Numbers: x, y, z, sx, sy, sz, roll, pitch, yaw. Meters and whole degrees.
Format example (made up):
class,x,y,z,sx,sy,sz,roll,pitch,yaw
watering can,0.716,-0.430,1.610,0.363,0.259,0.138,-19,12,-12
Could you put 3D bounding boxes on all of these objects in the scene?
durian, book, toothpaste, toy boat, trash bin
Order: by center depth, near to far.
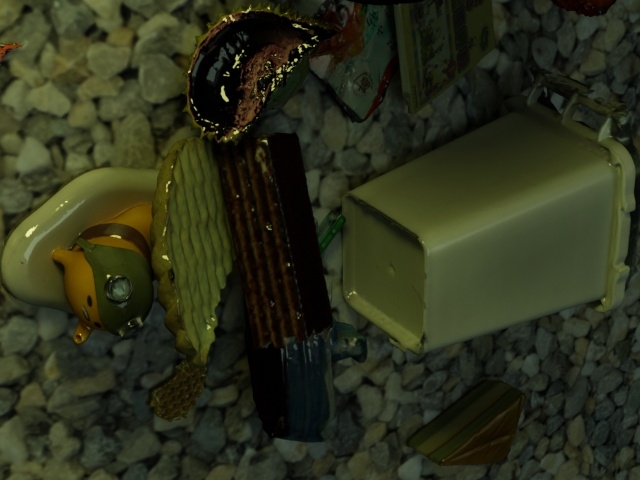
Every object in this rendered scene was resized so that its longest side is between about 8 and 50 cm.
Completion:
class,x,y,z,sx,sy,sz,roll,pitch,yaw
durian,-0.081,-0.192,1.737,0.187,0.119,0.108,-49,178,2
toy boat,-0.013,0.117,1.933,0.142,0.129,0.309,-15,116,-25
toothpaste,0.000,0.000,1.968,0.083,0.020,0.017,-53,138,-11
book,0.157,-0.272,1.973,0.192,0.013,0.168,-41,136,-36
trash bin,0.219,-0.031,2.033,0.367,0.256,0.296,-20,127,-30

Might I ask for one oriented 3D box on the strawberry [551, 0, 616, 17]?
class,x,y,z,sx,sy,sz,roll,pitch,yaw
strawberry,0.347,-0.370,2.084,0.140,0.085,0.192,45,55,-34

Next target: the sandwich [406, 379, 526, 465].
class,x,y,z,sx,sy,sz,roll,pitch,yaw
sandwich,0.214,0.264,2.305,0.163,0.079,0.113,6,104,-47

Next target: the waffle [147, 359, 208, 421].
class,x,y,z,sx,sy,sz,roll,pitch,yaw
waffle,-0.168,0.180,1.892,0.085,0.016,0.078,-55,144,-9

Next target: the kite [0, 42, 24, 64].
class,x,y,z,sx,sy,sz,roll,pitch,yaw
kite,-0.386,-0.147,1.479,0.222,0.008,0.125,-50,139,-15

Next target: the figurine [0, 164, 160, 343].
class,x,y,z,sx,sy,sz,roll,pitch,yaw
figurine,-0.198,0.017,1.671,0.250,0.141,0.167,-31,130,-33

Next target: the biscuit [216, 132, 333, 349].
class,x,y,z,sx,sy,sz,roll,pitch,yaw
biscuit,-0.048,0.003,1.782,0.106,0.070,0.252,-23,102,-70

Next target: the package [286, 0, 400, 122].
class,x,y,z,sx,sy,sz,roll,pitch,yaw
package,0.041,-0.250,1.859,0.166,0.040,0.232,-58,142,-7

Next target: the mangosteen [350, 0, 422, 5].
class,x,y,z,sx,sy,sz,roll,pitch,yaw
mangosteen,0.057,-0.447,1.535,0.381,0.381,0.421,-45,100,-20

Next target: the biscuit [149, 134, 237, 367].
class,x,y,z,sx,sy,sz,roll,pitch,yaw
biscuit,-0.137,-0.014,1.703,0.273,0.036,0.187,-74,153,-49
